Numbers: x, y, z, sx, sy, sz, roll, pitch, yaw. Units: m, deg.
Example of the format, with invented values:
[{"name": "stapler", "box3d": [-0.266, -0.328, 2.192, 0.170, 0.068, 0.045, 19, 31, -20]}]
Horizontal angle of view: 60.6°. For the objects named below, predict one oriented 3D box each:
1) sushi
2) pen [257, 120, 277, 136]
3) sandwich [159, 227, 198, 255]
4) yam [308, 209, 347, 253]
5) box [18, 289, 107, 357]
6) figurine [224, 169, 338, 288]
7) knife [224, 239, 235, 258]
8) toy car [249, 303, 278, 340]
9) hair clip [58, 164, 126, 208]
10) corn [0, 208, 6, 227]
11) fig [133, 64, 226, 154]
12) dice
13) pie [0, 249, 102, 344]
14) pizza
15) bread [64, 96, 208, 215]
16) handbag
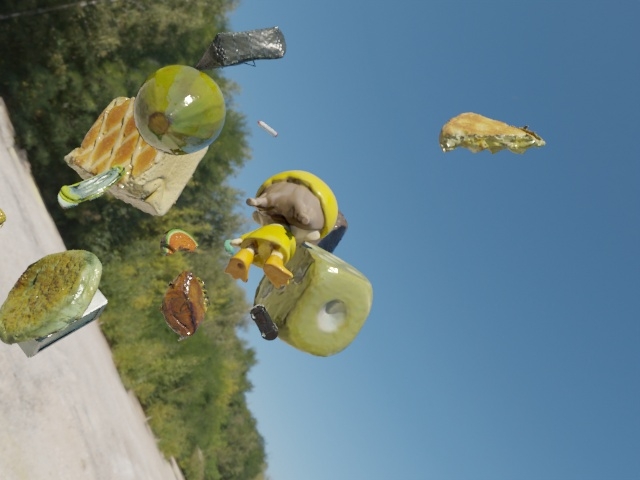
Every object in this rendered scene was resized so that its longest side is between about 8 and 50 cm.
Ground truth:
[{"name": "sushi", "box3d": [-0.546, 0.267, 2.221, 0.179, 0.167, 0.296, -95, 172, -78]}, {"name": "pen", "box3d": [-0.219, -0.458, 2.243, 0.026, 0.026, 0.218, 64, 11, 8]}, {"name": "sandwich", "box3d": [-0.350, 0.004, 1.346, 0.067, 0.029, 0.135, 68, 19, 10]}, {"name": "yam", "box3d": [0.000, 0.001, 1.887, 0.131, 0.279, 0.131, 14, -53, 20]}, {"name": "box", "box3d": [-0.740, 0.225, 1.565, 0.086, 0.225, 0.129, 50, -47, 4]}, {"name": "figurine", "box3d": [-0.085, -0.032, 1.327, 0.215, 0.343, 0.187, 21, -47, 4]}, {"name": "knife", "box3d": [-0.366, 0.075, 2.295, 0.260, 0.035, 0.063, 88, -6, -62]}, {"name": "toy car", "box3d": [-0.131, 0.194, 1.285, 0.093, 0.041, 0.025, 64, -2, -16]}, {"name": "hair clip", "box3d": [-0.541, -0.129, 1.293, 0.060, 0.188, 0.033, 38, -43, 13]}, {"name": "corn", "box3d": [-0.963, -0.118, 1.491, 0.231, 0.080, 0.080, 51, -15, -19]}, {"name": "fig", "box3d": [-0.374, -0.337, 1.437, 0.271, 0.240, 0.239, -95, 170, -69]}, {"name": "dice", "box3d": [-0.021, 0.151, 1.453, 0.227, 0.238, 0.233, 28, 7, -32]}, {"name": "pie", "box3d": [-0.642, 0.133, 1.300, 0.277, 0.277, 0.078, 44, -12, 46]}, {"name": "pizza", "box3d": [0.480, -0.285, 1.551, 0.288, 0.280, 0.075, 19, -56, 28]}, {"name": "bread", "box3d": [-0.704, -0.338, 2.133, 0.371, 0.390, 0.279, 24, -19, 20]}, {"name": "handbag", "box3d": [-0.218, -0.537, 1.575, 0.175, 0.271, 0.088, -175, -109, -70]}]
